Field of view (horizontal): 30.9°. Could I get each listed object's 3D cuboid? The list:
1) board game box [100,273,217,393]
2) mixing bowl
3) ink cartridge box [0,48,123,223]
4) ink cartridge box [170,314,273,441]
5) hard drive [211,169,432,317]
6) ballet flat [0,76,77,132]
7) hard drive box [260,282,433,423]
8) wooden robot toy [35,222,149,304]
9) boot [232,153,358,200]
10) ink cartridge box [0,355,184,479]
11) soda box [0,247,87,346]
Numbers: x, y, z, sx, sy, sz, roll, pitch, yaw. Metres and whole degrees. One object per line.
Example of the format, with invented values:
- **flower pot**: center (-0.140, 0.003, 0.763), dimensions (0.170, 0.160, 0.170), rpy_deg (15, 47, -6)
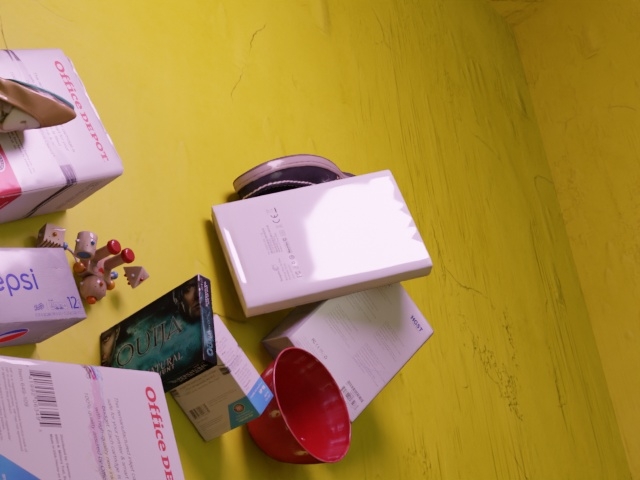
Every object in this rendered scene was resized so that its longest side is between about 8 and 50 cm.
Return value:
- **board game box**: center (-0.208, 0.136, 1.467), dimensions (0.026, 0.186, 0.126), rpy_deg (30, 40, -42)
- **mixing bowl**: center (-0.047, 0.260, 1.722), dimensions (0.181, 0.098, 0.181), rpy_deg (42, 33, -35)
- **ink cartridge box**: center (-0.404, -0.131, 1.467), dimensions (0.197, 0.114, 0.273), rpy_deg (63, 28, 4)
- **ink cartridge box**: center (-0.161, 0.176, 1.601), dimensions (0.180, 0.104, 0.060), rpy_deg (57, 27, -9)
- **hard drive**: center (0.000, 0.000, 1.859), dimensions (0.307, 0.040, 0.203), rpy_deg (-12, 57, -16)
- **ballet flat**: center (-0.390, -0.164, 1.344), dimensions (0.232, 0.080, 0.073), rpy_deg (25, 72, -42)
- **hard drive box**: center (0.048, 0.156, 1.884), dimensions (0.232, 0.089, 0.181), rpy_deg (-43, 104, -31)
- **wooden robot toy**: center (-0.299, 0.043, 1.537), dimensions (0.173, 0.076, 0.079), rpy_deg (35, 48, -40)
- **boot**: center (0.014, 0.014, 2.034), dimensions (0.377, 0.138, 0.284), rpy_deg (17, 52, -58)
- **ink cartridge box**: center (-0.300, 0.250, 1.189), dimensions (0.270, 0.197, 0.198), rpy_deg (17, 50, -53)
- **soda box**: center (-0.402, 0.067, 1.305), dimensions (0.286, 0.091, 0.098), rpy_deg (-1, 66, -60)
